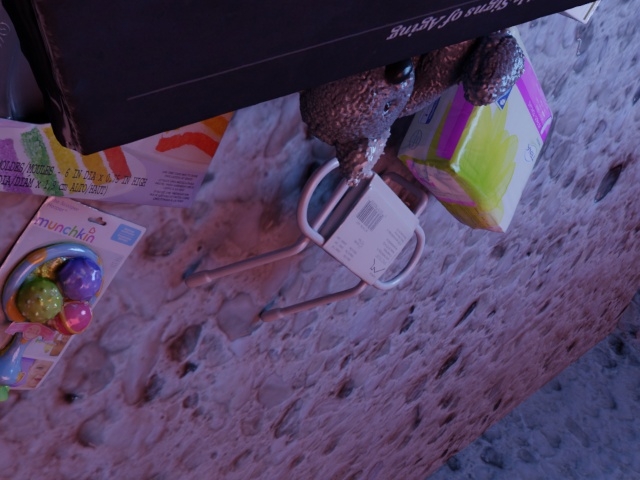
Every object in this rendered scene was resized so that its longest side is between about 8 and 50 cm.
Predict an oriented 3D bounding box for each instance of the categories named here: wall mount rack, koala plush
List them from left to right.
[{"bbox_3d":[0.000,0.000,0.936,0.304,0.130,0.350,-52,147,0],"label":"wall mount rack"},{"bbox_3d":[0.057,-0.176,0.716,0.221,0.203,0.196,-49,115,-26],"label":"koala plush"}]

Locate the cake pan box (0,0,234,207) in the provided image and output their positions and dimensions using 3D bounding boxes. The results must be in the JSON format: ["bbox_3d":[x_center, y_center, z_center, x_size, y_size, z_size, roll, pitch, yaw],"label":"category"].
[{"bbox_3d":[-0.185,-0.153,0.606,0.266,0.070,0.246,5,118,-51],"label":"cake pan box"}]

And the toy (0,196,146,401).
[{"bbox_3d":[-0.289,0.076,0.734,0.237,0.056,0.137,-52,148,6],"label":"toy"}]

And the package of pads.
[{"bbox_3d":[0.243,-0.153,1.023,0.296,0.101,0.229,31,82,-56],"label":"package of pads"}]

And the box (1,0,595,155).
[{"bbox_3d":[0.053,-0.323,0.278,0.479,0.297,0.472,-21,163,-18],"label":"box"}]

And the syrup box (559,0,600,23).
[{"bbox_3d":[0.299,-0.374,0.910,0.236,0.093,0.096,-1,124,-49],"label":"syrup box"}]
